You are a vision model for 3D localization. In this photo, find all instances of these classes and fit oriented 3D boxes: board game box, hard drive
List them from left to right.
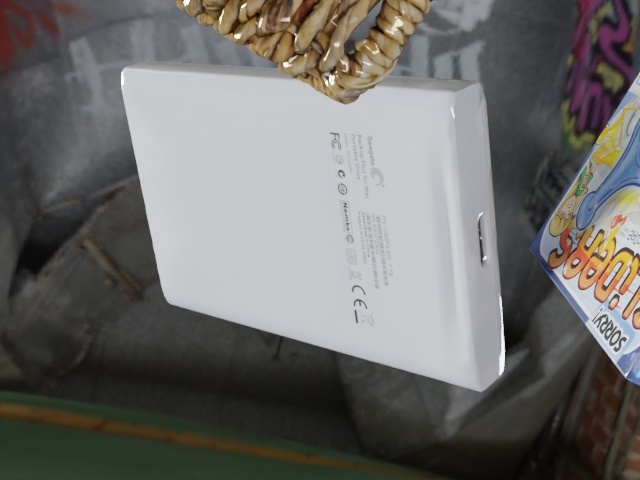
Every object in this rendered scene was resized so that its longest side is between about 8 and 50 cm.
[{"bbox_3d":[-0.015,-0.021,0.758,0.307,0.203,0.040,12,-151,40],"label":"hard drive"},{"bbox_3d":[0.184,-0.014,0.574,0.035,0.136,0.201,27,-166,-10],"label":"board game box"}]

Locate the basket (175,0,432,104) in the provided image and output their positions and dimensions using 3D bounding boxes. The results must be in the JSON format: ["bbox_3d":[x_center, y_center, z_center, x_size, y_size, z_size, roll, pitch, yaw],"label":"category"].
[{"bbox_3d":[0.011,-0.242,0.517,0.223,0.299,0.213,29,-167,3],"label":"basket"}]
